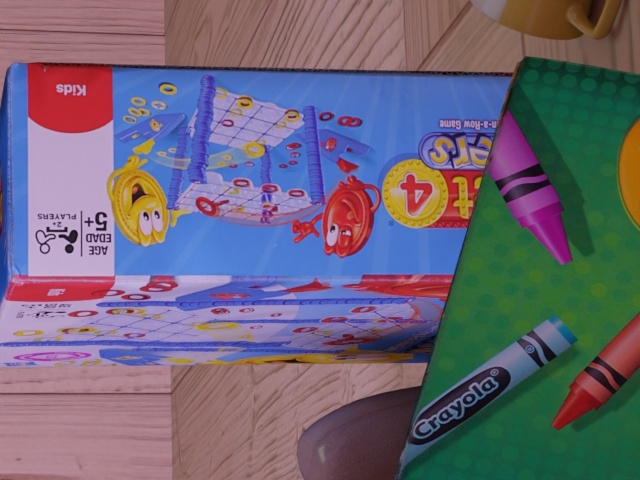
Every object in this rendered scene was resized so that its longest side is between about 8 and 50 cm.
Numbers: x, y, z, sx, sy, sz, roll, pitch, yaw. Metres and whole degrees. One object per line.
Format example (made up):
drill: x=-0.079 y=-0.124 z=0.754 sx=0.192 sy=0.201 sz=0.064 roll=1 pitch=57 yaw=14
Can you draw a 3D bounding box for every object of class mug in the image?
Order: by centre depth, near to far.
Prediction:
mug: x=0.119 y=-0.139 z=0.948 sx=0.062 sy=0.078 sz=0.064 roll=-45 pitch=-24 yaw=-59

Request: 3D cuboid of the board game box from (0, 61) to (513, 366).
board game box: x=0.000 y=0.000 z=0.878 sx=0.308 sy=0.302 sz=0.086 roll=140 pitch=130 yaw=-75

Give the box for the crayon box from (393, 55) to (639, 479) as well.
crayon box: x=0.092 y=0.084 z=0.674 sx=0.278 sy=0.081 sz=0.165 roll=77 pitch=-152 yaw=-59

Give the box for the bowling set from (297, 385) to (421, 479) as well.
bowling set: x=0.073 y=0.214 z=0.991 sx=0.200 sy=0.154 sz=0.287 roll=62 pitch=153 yaw=29
